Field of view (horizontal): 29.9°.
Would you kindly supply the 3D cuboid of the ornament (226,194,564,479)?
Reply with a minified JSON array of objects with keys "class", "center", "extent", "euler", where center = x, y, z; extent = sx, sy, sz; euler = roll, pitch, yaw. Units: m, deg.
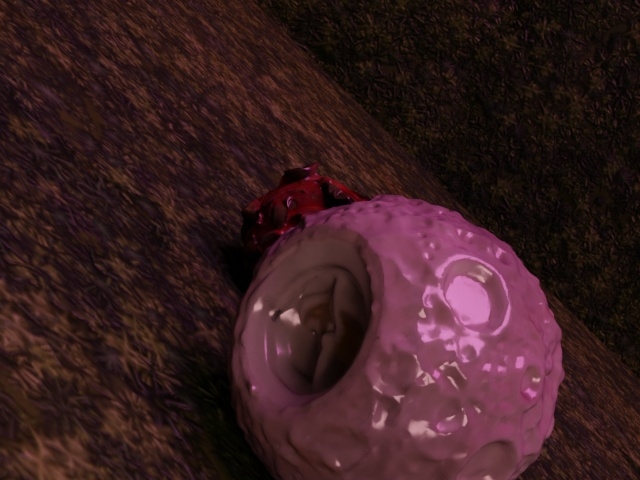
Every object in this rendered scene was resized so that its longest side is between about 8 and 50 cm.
[{"class":"ornament","center":[0.062,0.097,0.920],"extent":[0.225,0.259,0.259],"euler":[27,23,-42]}]

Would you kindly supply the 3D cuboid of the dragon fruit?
[{"class":"dragon fruit","center":[0.000,0.000,1.233],"extent":[0.166,0.160,0.172],"euler":[-1,22,-8]}]
